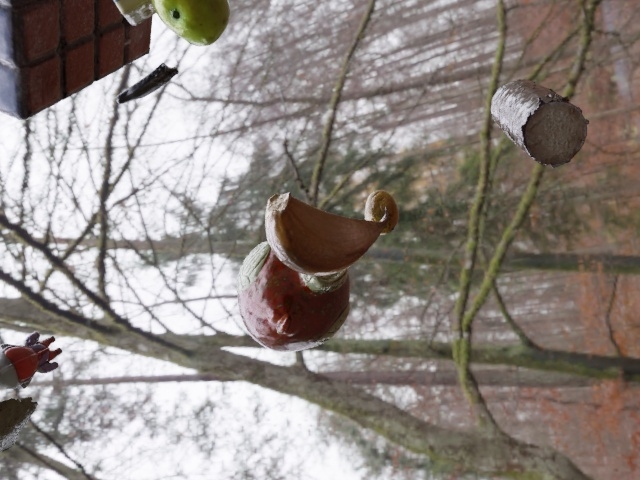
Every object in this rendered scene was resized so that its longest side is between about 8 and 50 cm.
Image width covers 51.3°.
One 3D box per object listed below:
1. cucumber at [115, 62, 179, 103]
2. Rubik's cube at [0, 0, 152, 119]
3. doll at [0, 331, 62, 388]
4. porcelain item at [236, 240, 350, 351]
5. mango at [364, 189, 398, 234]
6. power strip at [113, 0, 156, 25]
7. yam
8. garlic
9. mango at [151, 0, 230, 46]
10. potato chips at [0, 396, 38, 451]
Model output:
[{"bbox_3d":[-0.330,-0.295,1.273,0.034,0.134,0.033,58,-166,8],"label":"cucumber"},{"bbox_3d":[-0.463,-0.431,0.966,0.344,0.337,0.345,-55,-14,-54],"label":"Rubik's cube"},{"bbox_3d":[-0.626,0.255,1.389,0.102,0.075,0.227,58,-159,-2],"label":"doll"},{"bbox_3d":[-0.054,0.117,1.327,0.253,0.252,0.253,28,-123,-54],"label":"porcelain item"},{"bbox_3d":[0.137,-0.065,1.515,0.057,0.078,0.114,50,-156,-54],"label":"mango"},{"bbox_3d":[-0.153,-0.268,0.681,0.032,0.123,0.056,58,179,-8],"label":"power strip"},{"bbox_3d":[0.420,-0.240,1.301,0.280,0.131,0.131,-88,-24,-67],"label":"yam"},{"bbox_3d":[-0.003,-0.004,1.113,0.206,0.115,0.128,7,-93,-23],"label":"garlic"},{"bbox_3d":[-0.114,-0.213,0.591,0.073,0.056,0.108,37,-162,-20],"label":"mango"},{"bbox_3d":[-0.609,0.396,1.211,0.059,0.228,0.167,29,-168,-3],"label":"potato chips"}]
